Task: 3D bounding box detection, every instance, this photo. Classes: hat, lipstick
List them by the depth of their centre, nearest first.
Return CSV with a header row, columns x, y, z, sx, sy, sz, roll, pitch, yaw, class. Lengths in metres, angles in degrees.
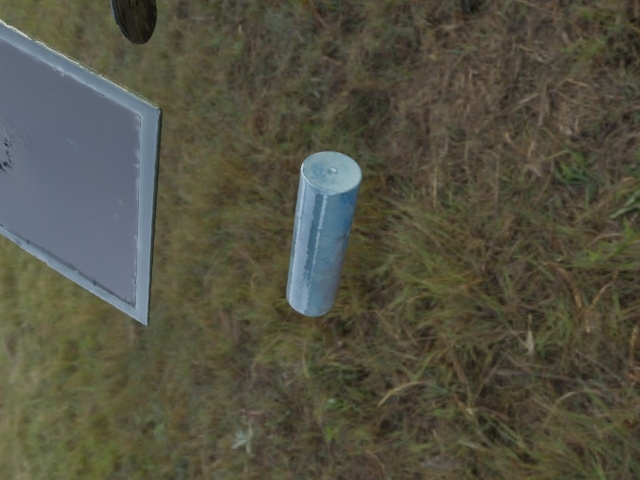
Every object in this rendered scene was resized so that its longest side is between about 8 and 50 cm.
x,y,z,sx,sy,sz,roll,pitch,yaw,class
-0.112,-0.188,0.459,0.121,0.050,0.121,170,90,-89,hat
0.000,0.000,0.589,0.158,0.048,0.048,99,154,-48,lipstick

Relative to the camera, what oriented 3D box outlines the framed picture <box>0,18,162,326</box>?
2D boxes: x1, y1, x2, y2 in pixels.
x,y,z,sx,sy,sz,roll,pitch,yaw,class
-0.227,-0.058,0.614,0.216,0.016,0.273,30,138,9,framed picture
